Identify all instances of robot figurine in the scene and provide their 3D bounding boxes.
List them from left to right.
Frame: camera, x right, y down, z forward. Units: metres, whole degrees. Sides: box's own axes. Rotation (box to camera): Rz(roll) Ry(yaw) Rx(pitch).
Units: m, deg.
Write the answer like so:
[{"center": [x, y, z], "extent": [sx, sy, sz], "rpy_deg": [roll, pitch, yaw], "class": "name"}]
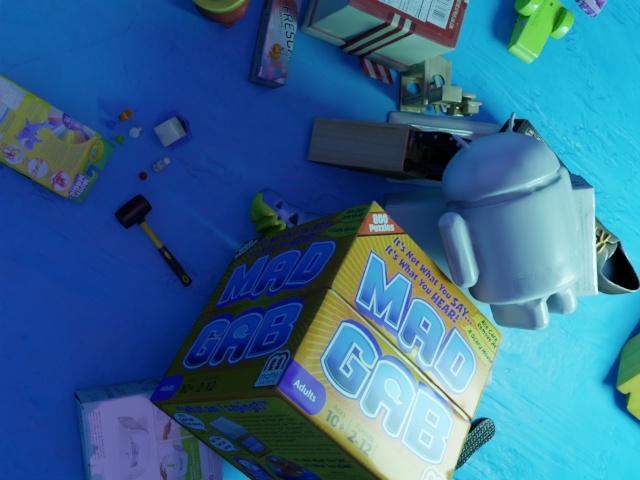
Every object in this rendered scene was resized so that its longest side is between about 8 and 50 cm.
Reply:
[{"center": [0.322, -0.029, 1.451], "extent": [0.299, 0.199, 0.354], "rpy_deg": [-25, 102, -33], "class": "robot figurine"}]

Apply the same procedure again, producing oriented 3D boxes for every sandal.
[{"center": [0.000, 0.000, 1.631], "extent": [0.317, 0.126, 0.138], "rpy_deg": [42, 73, -26], "class": "sandal"}, {"center": [0.294, 0.426, 1.802], "extent": [0.179, 0.040, 0.067], "rpy_deg": [-24, 106, -34], "class": "sandal"}]

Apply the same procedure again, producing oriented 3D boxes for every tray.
[{"center": [0.263, -0.181, 1.770], "extent": [0.270, 0.030, 0.145], "rpy_deg": [3, 91, -22], "class": "tray"}]

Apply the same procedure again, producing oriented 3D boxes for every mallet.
[{"center": [-0.300, 0.011, 1.552], "extent": [0.062, 0.039, 0.190], "rpy_deg": [-33, 107, -19], "class": "mallet"}]

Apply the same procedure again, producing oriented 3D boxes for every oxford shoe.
[{"center": [0.536, -0.022, 1.759], "extent": [0.363, 0.132, 0.130], "rpy_deg": [43, 77, -26], "class": "oxford shoe"}]

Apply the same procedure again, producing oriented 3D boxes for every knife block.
[{"center": [0.134, -0.169, 1.585], "extent": [0.275, 0.242, 0.088], "rpy_deg": [11, 89, -12], "class": "knife block"}]

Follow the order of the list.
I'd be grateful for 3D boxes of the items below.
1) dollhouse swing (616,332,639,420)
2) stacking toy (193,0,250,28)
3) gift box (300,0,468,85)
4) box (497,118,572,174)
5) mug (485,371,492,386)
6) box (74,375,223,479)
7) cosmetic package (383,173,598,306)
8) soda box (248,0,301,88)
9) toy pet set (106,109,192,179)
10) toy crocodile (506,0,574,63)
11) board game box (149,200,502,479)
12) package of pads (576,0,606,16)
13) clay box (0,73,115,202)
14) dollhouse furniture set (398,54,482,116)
[{"center": [0.882, 0.266, 2.015], "extent": [0.346, 0.305, 0.315], "rpy_deg": [38, 120, -19], "class": "dollhouse swing"}, {"center": [-0.223, -0.552, 1.552], "extent": [0.279, 0.130, 0.309], "rpy_deg": [15, 83, 5], "class": "stacking toy"}, {"center": [0.135, -0.449, 1.588], "extent": [0.276, 0.258, 0.255], "rpy_deg": [23, 84, -22], "class": "gift box"}, {"center": [0.429, -0.087, 1.802], "extent": [0.270, 0.060, 0.216], "rpy_deg": [44, 76, -26], "class": "box"}, {"center": [0.313, 0.273, 1.797], "extent": [0.064, 0.078, 0.062], "rpy_deg": [-8, 127, -13], "class": "mug"}, {"center": [-0.298, 0.383, 1.513], "extent": [0.231, 0.126, 0.262], "rpy_deg": [-8, 95, -21], "class": "box"}, {"center": [0.316, 0.004, 1.640], "extent": [0.384, 0.156, 0.217], "rpy_deg": [-4, 104, 6], "class": "cosmetic package"}, {"center": [-0.084, -0.381, 1.607], "extent": [0.058, 0.063, 0.183], "rpy_deg": [12, 87, -22], "class": "soda box"}, {"center": [-0.297, -0.189, 1.544], "extent": [0.114, 0.065, 0.122], "rpy_deg": [-27, 100, 17], "class": "toy pet set"}, {"center": [0.484, -0.536, 1.817], "extent": [0.115, 0.105, 0.341], "rpy_deg": [23, 88, -21], "class": "toy crocodile"}, {"center": [0.015, 0.211, 1.436], "extent": [0.356, 0.356, 0.356], "rpy_deg": [44, 55, -24], "class": "board game box"}, {"center": [0.606, -0.537, 1.893], "extent": [0.050, 0.032, 0.083], "rpy_deg": [39, 78, -17], "class": "package of pads"}, {"center": [-0.477, -0.167, 1.464], "extent": [0.222, 0.053, 0.127], "rpy_deg": [32, 80, -21], "class": "clay box"}, {"center": [0.265, -0.307, 1.684], "extent": [0.160, 0.182, 0.101], "rpy_deg": [2, 91, -21], "class": "dollhouse furniture set"}]
